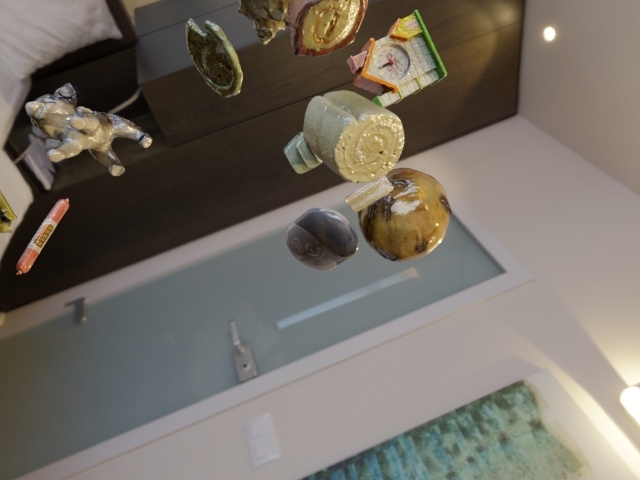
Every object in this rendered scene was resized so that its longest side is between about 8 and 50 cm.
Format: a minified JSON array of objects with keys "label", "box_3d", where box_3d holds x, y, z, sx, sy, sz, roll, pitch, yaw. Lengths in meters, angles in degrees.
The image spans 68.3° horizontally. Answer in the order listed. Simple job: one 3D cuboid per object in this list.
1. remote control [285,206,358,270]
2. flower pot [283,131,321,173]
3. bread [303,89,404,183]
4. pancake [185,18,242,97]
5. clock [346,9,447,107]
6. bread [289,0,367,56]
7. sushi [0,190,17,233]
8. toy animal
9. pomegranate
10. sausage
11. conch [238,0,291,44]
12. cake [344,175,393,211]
[{"label":"remote control","box_3d":[0.000,0.000,1.642,0.221,0.103,0.332,44,-39,-9]},{"label":"flower pot","box_3d":[-0.018,-0.470,2.272,0.165,0.254,0.367,56,25,-18]},{"label":"bread","box_3d":[0.057,-0.191,0.860,0.141,0.148,0.134,50,-43,47]},{"label":"pancake","box_3d":[-0.331,-0.559,1.458,0.253,0.037,0.254,35,-32,25]},{"label":"clock","box_3d":[0.228,-0.550,1.477,0.220,0.255,0.106,61,-12,-6]},{"label":"bread","box_3d":[0.020,-0.547,1.072,0.244,0.190,0.123,122,-52,-72]},{"label":"sushi","box_3d":[-0.770,-0.040,0.996,0.131,0.290,0.139,-83,157,-60]},{"label":"toy animal","box_3d":[-0.757,-0.357,1.463,0.302,0.194,0.344,40,9,19]},{"label":"pomegranate","box_3d":[0.278,-0.085,1.570,0.322,0.322,0.322,158,-90,-85]},{"label":"sausage","box_3d":[-0.714,-0.015,1.215,0.034,0.034,0.253,75,21,-51]},{"label":"conch","box_3d":[-0.129,-0.683,1.292,0.210,0.159,0.291,28,-47,19]},{"label":"cake","box_3d":[0.113,-0.107,1.137,0.052,0.121,0.065,59,-16,-2]}]
